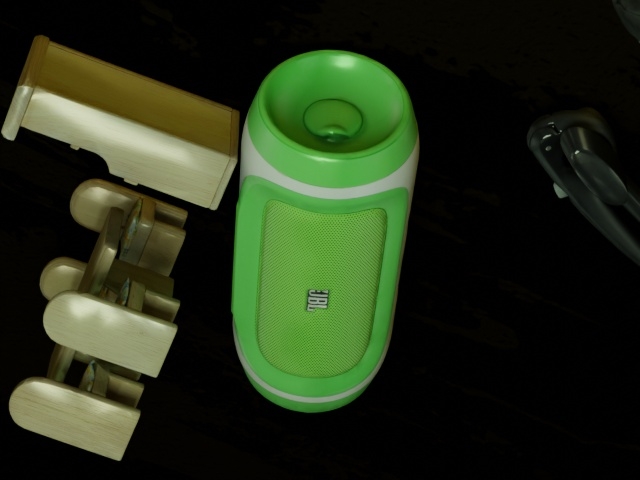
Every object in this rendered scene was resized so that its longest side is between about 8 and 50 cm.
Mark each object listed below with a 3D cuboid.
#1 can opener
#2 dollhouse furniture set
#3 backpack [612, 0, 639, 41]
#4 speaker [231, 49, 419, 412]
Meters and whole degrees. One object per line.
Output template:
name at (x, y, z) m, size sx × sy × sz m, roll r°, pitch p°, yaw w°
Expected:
can opener at (0.207, -0.032, 1.378) m, size 0.059 × 0.073 × 0.186 m, roll -20°, pitch 139°, yaw 23°
dollhouse furniture set at (-0.179, -0.002, 1.406) m, size 0.161 × 0.212 × 0.242 m, roll 20°, pitch 113°, yaw -10°
backpack at (0.280, -0.118, 1.215) m, size 0.152 × 0.115 × 0.182 m, roll -16°, pitch 134°, yaw 26°
speaker at (0.000, 0.000, 1.417) m, size 0.131 × 0.131 × 0.296 m, roll 10°, pitch 140°, yaw 4°
